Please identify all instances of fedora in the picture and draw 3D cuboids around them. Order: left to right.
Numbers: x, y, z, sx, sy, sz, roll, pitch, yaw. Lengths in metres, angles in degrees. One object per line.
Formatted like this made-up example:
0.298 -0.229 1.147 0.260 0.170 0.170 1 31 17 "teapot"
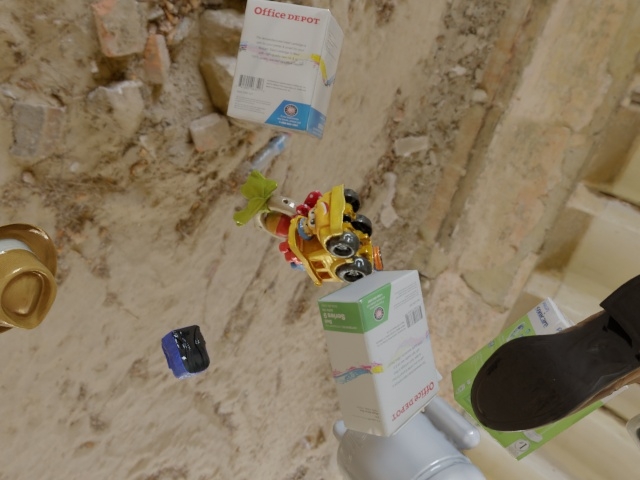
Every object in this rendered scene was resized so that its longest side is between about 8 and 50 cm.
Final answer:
-0.439 0.071 0.787 0.194 0.079 0.194 -48 156 -29 "fedora"

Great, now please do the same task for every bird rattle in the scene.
-0.083 -0.068 1.367 0.207 0.253 0.143 106 -5 -63 "bird rattle"

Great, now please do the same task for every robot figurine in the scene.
0.165 0.433 1.005 0.200 0.353 0.300 28 97 -40 "robot figurine"

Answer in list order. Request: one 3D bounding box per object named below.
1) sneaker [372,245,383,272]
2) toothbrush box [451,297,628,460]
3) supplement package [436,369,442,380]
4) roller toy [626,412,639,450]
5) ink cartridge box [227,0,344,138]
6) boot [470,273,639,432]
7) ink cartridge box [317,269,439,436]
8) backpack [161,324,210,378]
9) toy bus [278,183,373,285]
0.103 0.051 1.453 0.221 0.087 0.083 125 -41 -82 "sneaker"
0.457 0.299 1.182 0.283 0.206 0.122 -45 -174 20 "toothbrush box"
0.190 0.386 1.495 0.244 0.139 0.134 -34 166 -1 "supplement package"
0.785 0.410 1.197 0.209 0.146 0.191 -29 148 6 "roller toy"
-0.066 -0.346 1.132 0.168 0.171 0.233 -22 126 -77 "ink cartridge box"
0.341 0.147 0.636 0.280 0.096 0.264 21 120 -41 "boot"
0.094 0.168 0.853 0.154 0.093 0.212 -22 101 -45 "ink cartridge box"
-0.339 0.289 1.391 0.098 0.120 0.101 -11 158 -49 "backpack"
0.000 0.000 1.199 0.220 0.211 0.149 61 27 -49 "toy bus"
